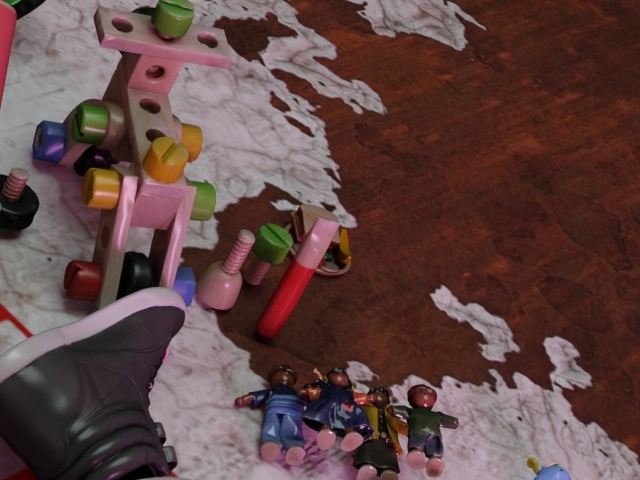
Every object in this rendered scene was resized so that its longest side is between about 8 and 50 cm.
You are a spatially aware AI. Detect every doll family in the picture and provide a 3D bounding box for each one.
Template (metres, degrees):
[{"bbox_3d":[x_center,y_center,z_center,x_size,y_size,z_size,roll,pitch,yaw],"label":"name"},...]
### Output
[{"bbox_3d":[0.023,0.155,1.564,0.193,0.076,0.111,19,38,-15],"label":"doll family"}]

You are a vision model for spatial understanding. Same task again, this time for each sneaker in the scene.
[{"bbox_3d":[-0.163,0.132,1.422,0.147,0.104,0.296,56,23,3],"label":"sneaker"}]

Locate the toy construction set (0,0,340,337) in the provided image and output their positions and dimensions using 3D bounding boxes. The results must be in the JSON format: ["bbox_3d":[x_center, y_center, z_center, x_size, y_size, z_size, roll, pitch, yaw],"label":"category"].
[{"bbox_3d":[-0.124,-0.073,1.588,0.309,0.237,0.257,27,31,-7],"label":"toy construction set"}]

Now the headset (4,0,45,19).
[{"bbox_3d":[-0.420,-0.315,1.713,0.394,0.243,0.185,-18,30,-31],"label":"headset"}]

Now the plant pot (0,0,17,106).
[{"bbox_3d":[-0.342,-0.083,1.213,0.275,0.243,0.275,22,0,0],"label":"plant pot"}]

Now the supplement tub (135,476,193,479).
[{"bbox_3d":[-0.077,0.332,1.068,0.235,0.235,0.325,-7,48,-46],"label":"supplement tub"}]

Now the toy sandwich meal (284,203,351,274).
[{"bbox_3d":[0.000,0.000,1.799,0.086,0.029,0.085,23,32,-15],"label":"toy sandwich meal"}]

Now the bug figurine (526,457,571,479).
[{"bbox_3d":[0.182,0.280,1.528,0.279,0.072,0.216,-4,46,-45],"label":"bug figurine"}]
